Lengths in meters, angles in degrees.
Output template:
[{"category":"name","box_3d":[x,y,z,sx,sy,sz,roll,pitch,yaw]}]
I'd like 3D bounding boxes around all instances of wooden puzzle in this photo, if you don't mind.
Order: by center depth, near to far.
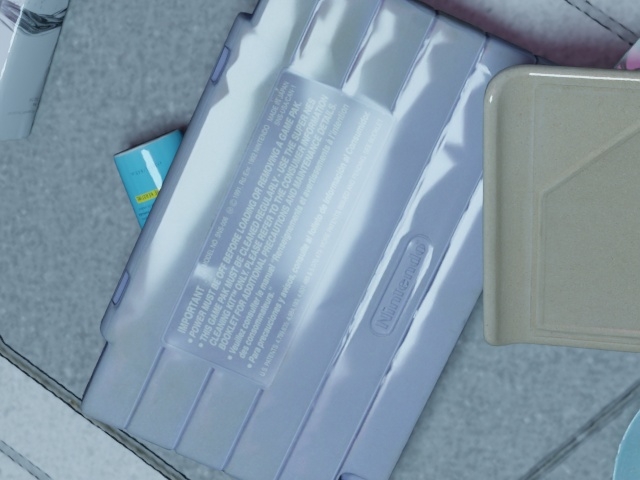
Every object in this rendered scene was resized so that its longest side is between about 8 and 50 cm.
[{"category":"wooden puzzle","box_3d":[0.225,-0.017,1.056,0.238,0.044,0.221,1,127,8]}]

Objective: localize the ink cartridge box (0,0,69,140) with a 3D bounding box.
[{"category":"ink cartridge box","box_3d":[-0.258,-0.182,1.168,0.139,0.082,0.191,20,100,10]}]

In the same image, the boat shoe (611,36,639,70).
[{"category":"boat shoe","box_3d":[0.247,-0.122,1.060,0.070,0.078,0.219,44,103,5]}]

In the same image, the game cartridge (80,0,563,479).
[{"category":"game cartridge","box_3d":[0.000,0.000,1.118,0.230,0.068,0.355,25,102,-2]}]

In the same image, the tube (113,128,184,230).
[{"category":"tube","box_3d":[-0.085,0.023,1.175,0.080,0.052,0.207,-20,98,21]}]

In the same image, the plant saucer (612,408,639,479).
[{"category":"plant saucer","box_3d":[0.297,0.169,1.107,0.195,0.037,0.195,2,98,14]}]
